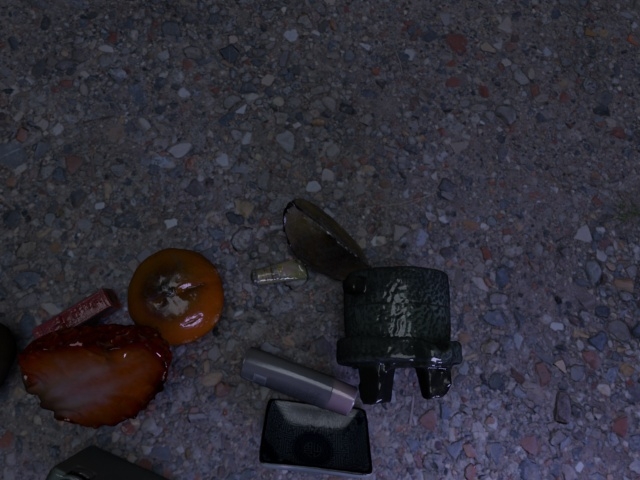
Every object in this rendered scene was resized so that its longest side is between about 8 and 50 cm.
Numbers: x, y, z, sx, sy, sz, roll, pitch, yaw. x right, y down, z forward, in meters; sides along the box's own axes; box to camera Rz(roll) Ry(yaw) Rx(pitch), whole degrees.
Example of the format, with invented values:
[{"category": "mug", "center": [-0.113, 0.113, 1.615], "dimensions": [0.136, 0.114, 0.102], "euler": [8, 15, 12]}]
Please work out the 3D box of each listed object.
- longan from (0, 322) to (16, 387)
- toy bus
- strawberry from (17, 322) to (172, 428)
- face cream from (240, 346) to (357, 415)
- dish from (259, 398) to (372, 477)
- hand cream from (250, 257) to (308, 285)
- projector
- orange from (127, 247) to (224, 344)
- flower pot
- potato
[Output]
[{"category": "longan", "center": [-0.764, 0.263, 0.978], "dimensions": [0.189, 0.189, 0.189], "euler": [1, 78, -5]}, {"category": "toy bus", "center": [-0.569, 0.182, 1.050], "dimensions": [0.192, 0.077, 0.065], "euler": [-33, 80, -11]}, {"category": "strawberry", "center": [-0.455, 0.257, 0.961], "dimensions": [0.336, 0.149, 0.265], "euler": [-23, 118, 16]}, {"category": "face cream", "center": [-0.050, 0.330, 1.048], "dimensions": [0.269, 0.107, 0.073], "euler": [20, 58, 5]}, {"category": "dish", "center": [-0.013, 0.463, 1.020], "dimensions": [0.243, 0.182, 0.080], "euler": [7, 115, -3]}, {"category": "hand cream", "center": [-0.103, 0.083, 1.133], "dimensions": [0.143, 0.039, 0.061], "euler": [-12, 77, -12]}, {"category": "projector", "center": [-0.423, 0.539, 0.928], "dimensions": [0.256, 0.192, 0.099], "euler": [25, 77, 0]}, {"category": "orange", "center": [-0.330, 0.127, 1.034], "dimensions": [0.224, 0.170, 0.224], "euler": [1, 79, -3]}, {"category": "flower pot", "center": [0.175, 0.212, 0.995], "dimensions": [0.299, 0.299, 0.283], "euler": [4, 74, -4]}, {"category": "potato", "center": [0.002, 0.001, 1.146], "dimensions": [0.261, 0.100, 0.120], "euler": [41, 116, -10]}]
